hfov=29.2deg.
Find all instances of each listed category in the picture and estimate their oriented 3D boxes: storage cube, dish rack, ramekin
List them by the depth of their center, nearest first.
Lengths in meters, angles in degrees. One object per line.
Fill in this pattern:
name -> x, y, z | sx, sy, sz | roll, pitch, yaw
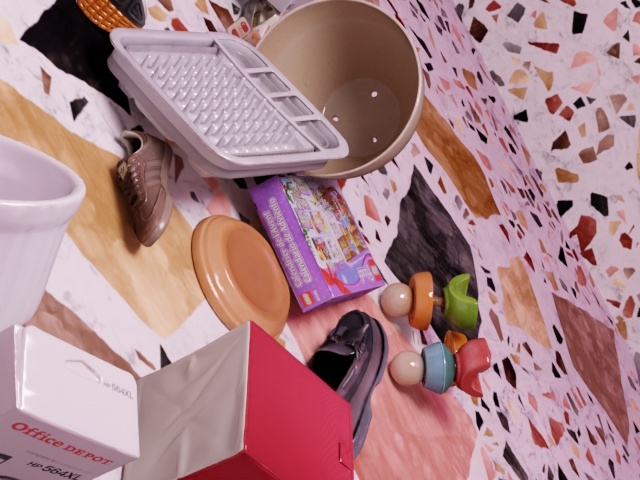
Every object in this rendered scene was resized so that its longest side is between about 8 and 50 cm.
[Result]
ramekin -> -0.355, -0.020, 1.061 | 0.277, 0.135, 0.277 | 17, 13, -4
storage cube -> -0.090, 0.243, 1.390 | 0.193, 0.184, 0.215 | 44, 31, -33
dish rack -> -0.138, -0.186, 1.748 | 0.285, 0.072, 0.333 | 48, 27, 19

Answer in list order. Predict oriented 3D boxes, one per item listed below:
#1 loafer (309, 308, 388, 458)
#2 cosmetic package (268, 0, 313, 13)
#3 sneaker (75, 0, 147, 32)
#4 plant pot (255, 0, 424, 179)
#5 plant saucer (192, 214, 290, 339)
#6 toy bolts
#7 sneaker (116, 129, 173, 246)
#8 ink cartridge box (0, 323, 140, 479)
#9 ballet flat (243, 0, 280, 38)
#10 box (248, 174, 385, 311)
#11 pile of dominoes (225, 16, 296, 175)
loafer -> 0.026, 0.192, 1.765 | 0.095, 0.109, 0.302 | 46, 32, -23
cosmetic package -> -0.102, -0.509, 2.143 | 0.238, 0.107, 0.127 | 39, 23, 5
sneaker -> -0.317, -0.414, 1.724 | 0.262, 0.099, 0.121 | 58, 21, -12
plant pot -> 0.043, -0.219, 1.952 | 0.284, 0.284, 0.191 | 70, 13, 16
plant saucer -> -0.104, 0.050, 1.732 | 0.200, 0.037, 0.200 | 45, 29, -34
toy bolts -> 0.184, 0.188, 2.094 | 0.228, 0.158, 0.218 | -99, -169, -54
sneaker -> -0.236, -0.069, 1.588 | 0.071, 0.066, 0.188 | 26, 35, -27
ink cartridge box -> -0.281, 0.169, 1.072 | 0.148, 0.203, 0.086 | 34, 37, -45
ballet flat -> -0.103, -0.361, 2.109 | 0.072, 0.068, 0.213 | 47, 29, -31
box -> 0.000, 0.000, 1.916 | 0.201, 0.057, 0.293 | 65, 17, 7
pile of dominoes -> -0.078, -0.244, 2.017 | 0.251, 0.040, 0.196 | 42, 47, -38
